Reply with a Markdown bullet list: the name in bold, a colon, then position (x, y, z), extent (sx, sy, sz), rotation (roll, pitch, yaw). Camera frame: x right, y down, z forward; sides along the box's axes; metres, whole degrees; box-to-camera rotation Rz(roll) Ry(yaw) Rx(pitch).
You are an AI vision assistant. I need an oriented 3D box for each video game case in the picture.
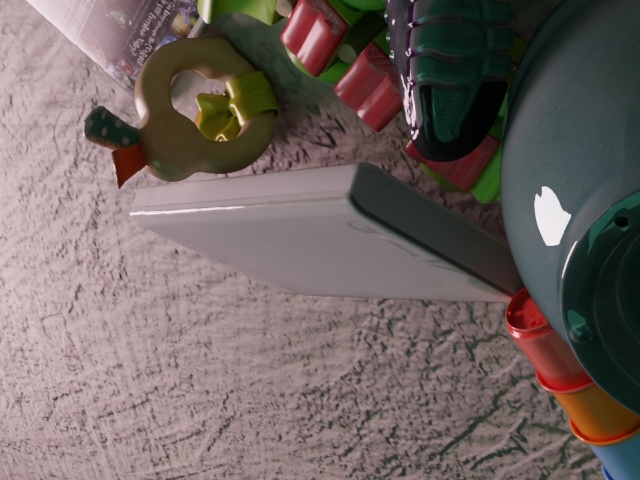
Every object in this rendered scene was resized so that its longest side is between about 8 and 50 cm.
- **video game case**: position (-0.181, -0.225, 0.987), extent (0.173, 0.022, 0.190), rotation (43, 141, -2)

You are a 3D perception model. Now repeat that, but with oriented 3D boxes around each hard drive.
- **hard drive**: position (0.000, 0.000, 0.935), extent (0.203, 0.040, 0.307), rotation (28, 163, -35)

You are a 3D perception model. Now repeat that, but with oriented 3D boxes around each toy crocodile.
- **toy crocodile**: position (0.062, -0.121, 0.815), extent (0.340, 0.105, 0.115), rotation (38, 142, 2)

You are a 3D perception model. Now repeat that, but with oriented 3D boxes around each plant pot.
- **plant pot**: position (0.237, -0.011, 0.639), extent (0.293, 0.196, 0.293), rotation (9, 123, 14)

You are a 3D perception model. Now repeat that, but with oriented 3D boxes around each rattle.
- **rattle**: position (-0.140, -0.084, 0.944), extent (0.143, 0.199, 0.130), rotation (-13, 118, 46)

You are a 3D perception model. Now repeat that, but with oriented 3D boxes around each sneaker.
- **sneaker**: position (0.070, -0.163, 0.740), extent (0.098, 0.083, 0.223), rotation (3, 90, 52)

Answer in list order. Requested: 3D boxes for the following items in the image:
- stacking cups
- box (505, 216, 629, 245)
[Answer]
- **stacking cups**: position (0.252, 0.151, 0.903), extent (0.096, 0.096, 0.316), rotation (-12, 125, 46)
- **box**: position (0.245, 0.037, 0.871), extent (0.207, 0.036, 0.114), rotation (25, 140, 19)
